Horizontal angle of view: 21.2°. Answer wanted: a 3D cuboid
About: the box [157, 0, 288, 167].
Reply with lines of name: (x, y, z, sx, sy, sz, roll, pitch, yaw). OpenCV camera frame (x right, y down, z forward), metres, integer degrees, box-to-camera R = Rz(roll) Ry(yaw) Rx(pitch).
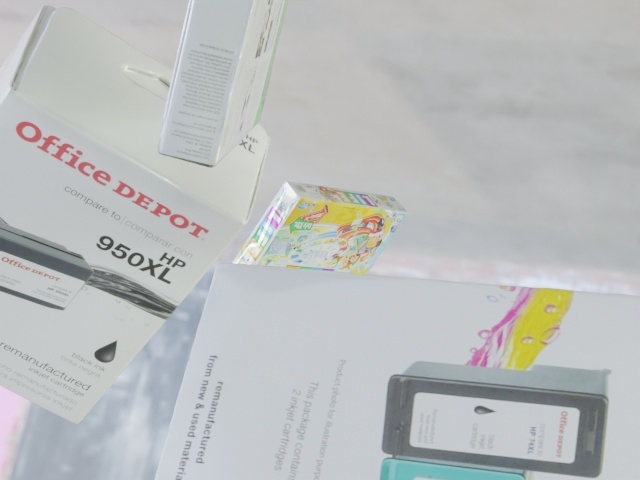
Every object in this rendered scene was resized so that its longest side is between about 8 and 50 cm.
box: (-0.070, -0.201, 1.515, 0.058, 0.232, 0.322, 15, -169, 3)

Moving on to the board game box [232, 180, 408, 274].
board game box: (0.000, 0.000, 1.573, 0.154, 0.103, 0.026, 6, -145, -48)

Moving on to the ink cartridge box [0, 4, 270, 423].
ink cartridge box: (-0.280, -0.019, 1.867, 0.285, 0.166, 0.395, 30, 128, -16)

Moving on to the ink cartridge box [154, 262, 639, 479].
ink cartridge box: (0.074, 0.153, 0.779, 0.270, 0.197, 0.198, 5, 138, 10)
